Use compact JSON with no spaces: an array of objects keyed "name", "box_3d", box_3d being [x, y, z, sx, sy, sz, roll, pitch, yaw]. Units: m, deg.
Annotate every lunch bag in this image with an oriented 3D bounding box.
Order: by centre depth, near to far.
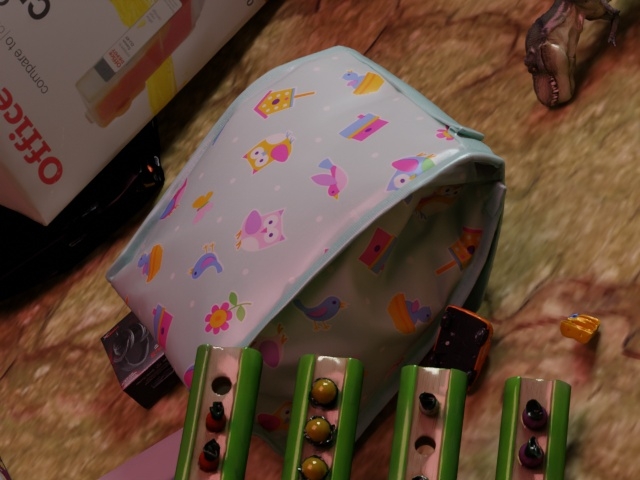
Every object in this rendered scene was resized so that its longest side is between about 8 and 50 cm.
[{"name":"lunch bag","box_3d":[0.000,0.000,1.418,0.262,0.160,0.223,-51,36,4]}]

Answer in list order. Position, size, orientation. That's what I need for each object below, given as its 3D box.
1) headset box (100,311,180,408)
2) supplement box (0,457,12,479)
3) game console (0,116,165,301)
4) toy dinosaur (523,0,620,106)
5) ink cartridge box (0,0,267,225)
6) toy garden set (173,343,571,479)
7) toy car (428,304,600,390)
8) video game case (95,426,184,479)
[{"name":"headset box","box_3d":[-0.134,0.088,1.568,0.062,0.032,0.083,-41,36,7]},{"name":"supplement box","box_3d":[-0.278,0.196,1.591,0.043,0.055,0.083,-44,37,2]},{"name":"game console","box_3d":[-0.251,-0.099,1.848,0.213,0.044,0.361,-33,38,17]},{"name":"toy dinosaur","box_3d":[0.240,-0.218,1.445,0.118,0.064,0.268,21,80,36]},{"name":"ink cartridge box","box_3d":[-0.216,-0.246,1.701,0.384,0.279,0.160,-47,41,-17]},{"name":"toy garden set","box_3d":[0.025,0.167,1.224,0.244,0.049,0.203,5,65,8]},{"name":"toy car","box_3d":[0.133,0.074,1.335,0.122,0.060,0.040,6,15,28]},{"name":"video game case","box_3d":[-0.182,0.320,1.399,0.300,0.036,0.329,-32,39,19]}]
